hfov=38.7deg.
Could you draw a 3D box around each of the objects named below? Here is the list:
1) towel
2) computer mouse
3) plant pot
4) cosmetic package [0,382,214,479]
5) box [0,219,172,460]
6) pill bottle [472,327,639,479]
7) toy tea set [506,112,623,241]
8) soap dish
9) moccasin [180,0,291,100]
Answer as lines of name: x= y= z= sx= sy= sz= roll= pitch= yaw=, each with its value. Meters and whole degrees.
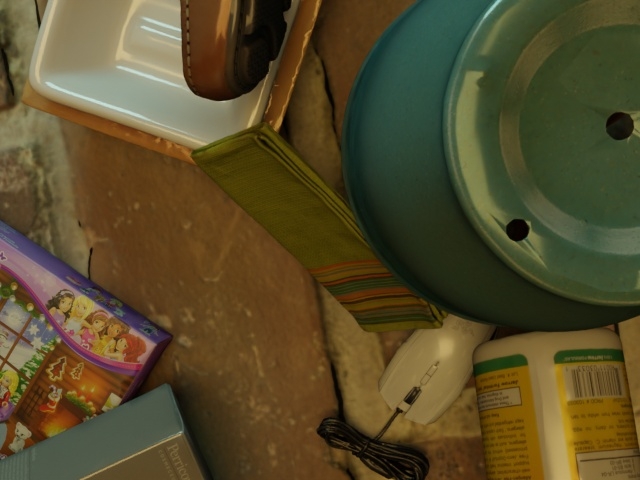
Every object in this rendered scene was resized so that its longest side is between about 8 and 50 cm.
towel: x=0.000 y=0.000 z=0.753 sx=0.237 sy=0.102 sz=0.021 roll=45 pitch=54 yaw=-26
computer mouse: x=0.088 y=0.126 z=0.816 sx=0.106 sy=0.042 sz=0.193 roll=33 pitch=97 yaw=7
plant pot: x=0.150 y=-0.061 z=0.569 sx=0.272 sy=0.255 sz=0.271 roll=0 pitch=94 yaw=0
cosmetic package: x=-0.209 y=0.239 z=0.787 sx=0.238 sy=0.107 sz=0.127 roll=-25 pitch=112 yaw=-6
box: x=-0.316 y=0.097 z=0.865 sx=0.293 sy=0.057 sz=0.201 roll=33 pitch=96 yaw=5
pill bottle: x=0.186 y=0.178 z=0.697 sx=0.118 sy=0.117 sz=0.208 roll=-8 pitch=75 yaw=8
toy tea set: x=0.157 y=-0.114 z=0.730 sx=0.200 sy=0.124 sz=0.336 roll=-9 pitch=90 yaw=30
soap dish: x=-0.107 y=-0.219 z=0.792 sx=0.229 sy=0.118 sz=0.290 roll=19 pitch=95 yaw=7
moccasin: x=-0.107 y=-0.286 z=0.660 sx=0.147 sy=0.139 sz=0.380 roll=-10 pitch=90 yaw=9
